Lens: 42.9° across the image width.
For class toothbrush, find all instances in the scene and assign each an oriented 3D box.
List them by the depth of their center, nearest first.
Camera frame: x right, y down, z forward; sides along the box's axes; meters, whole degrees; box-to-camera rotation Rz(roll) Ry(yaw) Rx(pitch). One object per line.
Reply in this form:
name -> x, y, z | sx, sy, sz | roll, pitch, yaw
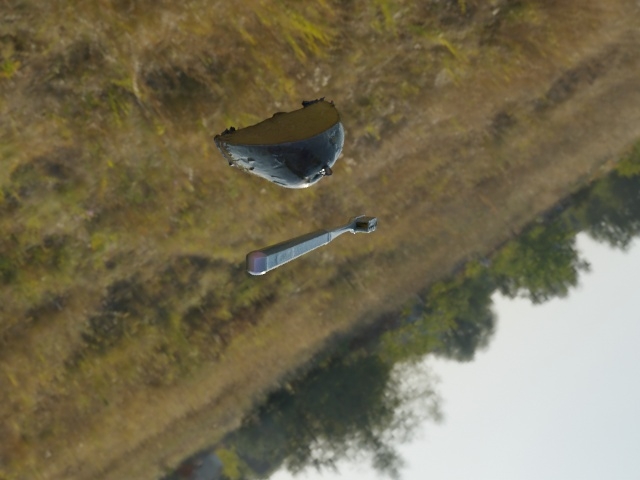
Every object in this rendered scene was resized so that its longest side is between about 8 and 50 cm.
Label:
toothbrush -> -0.002, 0.000, 0.977 | 0.030, 0.025, 0.342 | 6, -169, 24

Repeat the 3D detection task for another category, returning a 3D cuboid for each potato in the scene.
potato -> -0.034, -0.097, 0.981 | 0.172, 0.089, 0.101 | -23, 136, -35
